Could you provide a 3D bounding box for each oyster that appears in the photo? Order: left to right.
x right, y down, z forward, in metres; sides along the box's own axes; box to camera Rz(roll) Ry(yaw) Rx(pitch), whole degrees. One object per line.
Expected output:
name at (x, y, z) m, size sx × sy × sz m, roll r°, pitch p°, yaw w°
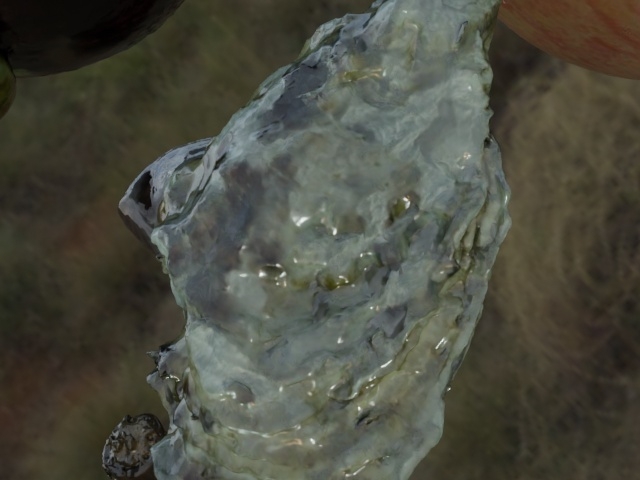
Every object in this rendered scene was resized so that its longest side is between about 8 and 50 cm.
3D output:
oyster at (0.000, 0.000, 0.535) m, size 0.125 × 0.064 × 0.177 m, roll 2°, pitch 76°, yaw 22°

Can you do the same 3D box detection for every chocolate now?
chocolate at (-0.029, -0.028, 0.923) m, size 0.167 × 0.072 × 0.072 m, roll -14°, pitch 46°, yaw 17°

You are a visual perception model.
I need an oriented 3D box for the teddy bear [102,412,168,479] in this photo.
teddy bear at (-0.078, 0.136, 0.700) m, size 0.078 × 0.119 × 0.160 m, roll 18°, pitch 43°, yaw 39°

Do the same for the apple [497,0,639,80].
apple at (0.223, -0.235, 0.997) m, size 0.345 × 0.345 × 0.269 m, roll -25°, pitch 83°, yaw 28°

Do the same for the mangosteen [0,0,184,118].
mangosteen at (-0.178, -0.193, 0.835) m, size 0.288 × 0.288 × 0.288 m, roll -27°, pitch 41°, yaw 26°
